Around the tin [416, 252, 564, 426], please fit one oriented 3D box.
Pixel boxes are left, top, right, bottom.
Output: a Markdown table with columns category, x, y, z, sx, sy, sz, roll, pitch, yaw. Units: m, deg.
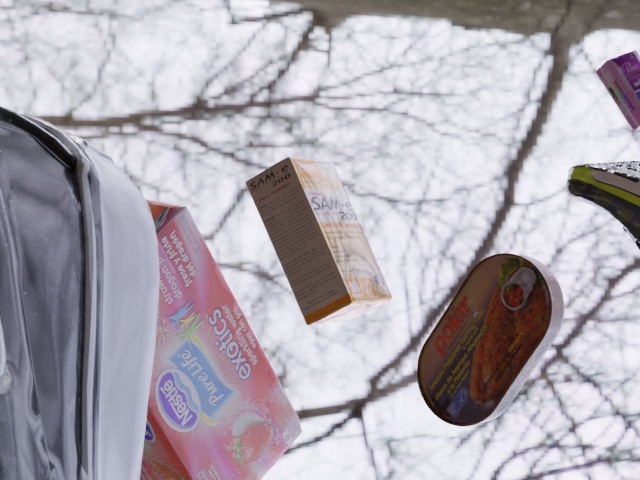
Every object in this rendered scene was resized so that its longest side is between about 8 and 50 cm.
| category | x | y | z | sx | sy | sz | roll | pitch | yaw |
| --- | --- | --- | --- | --- | --- | --- | --- | --- | --- |
| tin | 0.168 | 0.099 | 1.435 | 0.106 | 0.040 | 0.190 | 43 | -66 | 27 |

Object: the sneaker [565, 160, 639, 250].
| category | x | y | z | sx | sy | sz | roll | pitch | yaw |
| --- | --- | --- | --- | --- | --- | --- | --- | --- | --- |
| sneaker | 0.322 | 0.018 | 1.248 | 0.300 | 0.111 | 0.121 | 36 | -60 | 42 |

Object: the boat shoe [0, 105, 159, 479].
| category | x | y | z | sx | sy | sz | roll | pitch | yaw |
| --- | --- | --- | --- | --- | --- | --- | --- | --- | --- |
| boat shoe | -0.097 | 0.104 | 0.346 | 0.113 | 0.105 | 0.306 | -5 | -108 | 27 |

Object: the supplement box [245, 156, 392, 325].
| category | x | y | z | sx | sy | sz | roll | pitch | yaw |
| --- | --- | --- | --- | --- | --- | --- | --- | --- | --- |
| supplement box | 0.000 | 0.000 | 0.890 | 0.036 | 0.062 | 0.098 | -29 | -102 | 24 |

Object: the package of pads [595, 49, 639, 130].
| category | x | y | z | sx | sy | sz | roll | pitch | yaw |
| --- | --- | --- | --- | --- | --- | --- | --- | --- | --- |
| package of pads | 0.347 | -0.167 | 1.592 | 0.083 | 0.050 | 0.032 | 60 | -28 | 13 |

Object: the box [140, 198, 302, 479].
| category | x | y | z | sx | sy | sz | roll | pitch | yaw |
| --- | --- | --- | --- | --- | --- | --- | --- | --- | --- |
| box | -0.160 | 0.113 | 1.400 | 0.154 | 0.142 | 0.300 | 11 | -43 | 41 |
